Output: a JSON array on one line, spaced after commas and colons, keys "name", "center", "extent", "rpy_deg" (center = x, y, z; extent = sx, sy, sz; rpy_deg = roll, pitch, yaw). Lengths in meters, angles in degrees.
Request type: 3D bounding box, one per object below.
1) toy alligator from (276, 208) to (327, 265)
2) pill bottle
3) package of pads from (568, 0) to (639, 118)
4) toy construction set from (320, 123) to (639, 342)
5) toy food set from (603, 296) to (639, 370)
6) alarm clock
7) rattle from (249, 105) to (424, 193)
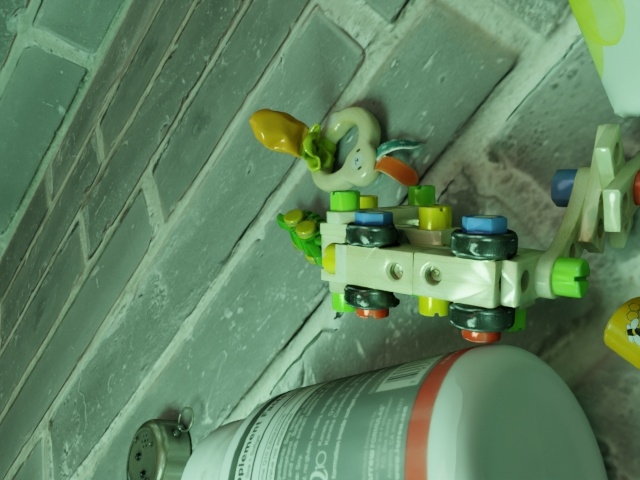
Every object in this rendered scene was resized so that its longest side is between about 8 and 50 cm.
[{"name": "toy alligator", "center": [0.000, 0.000, 0.811], "extent": [0.051, 0.056, 0.189], "rpy_deg": [-30, 38, -14]}, {"name": "pill bottle", "center": [0.039, 0.227, 0.535], "extent": [0.363, 0.210, 0.210], "rpy_deg": [-26, 56, 43]}, {"name": "package of pads", "center": [0.261, -0.224, 0.377], "extent": [0.296, 0.101, 0.229], "rpy_deg": [109, 142, -84]}, {"name": "toy construction set", "center": [0.130, 0.004, 0.546], "extent": [0.327, 0.215, 0.151], "rpy_deg": [-13, 87, 42]}, {"name": "toy food set", "center": [0.300, 0.030, 0.367], "extent": [0.232, 0.111, 0.104], "rpy_deg": [-36, 40, -7]}, {"name": "alarm clock", "center": [-0.256, 0.341, 0.969], "extent": [0.192, 0.064, 0.129], "rpy_deg": [-54, 41, 15]}, {"name": "rattle", "center": [0.020, -0.130, 0.773], "extent": [0.130, 0.143, 0.199], "rpy_deg": [-48, 33, -1]}]
